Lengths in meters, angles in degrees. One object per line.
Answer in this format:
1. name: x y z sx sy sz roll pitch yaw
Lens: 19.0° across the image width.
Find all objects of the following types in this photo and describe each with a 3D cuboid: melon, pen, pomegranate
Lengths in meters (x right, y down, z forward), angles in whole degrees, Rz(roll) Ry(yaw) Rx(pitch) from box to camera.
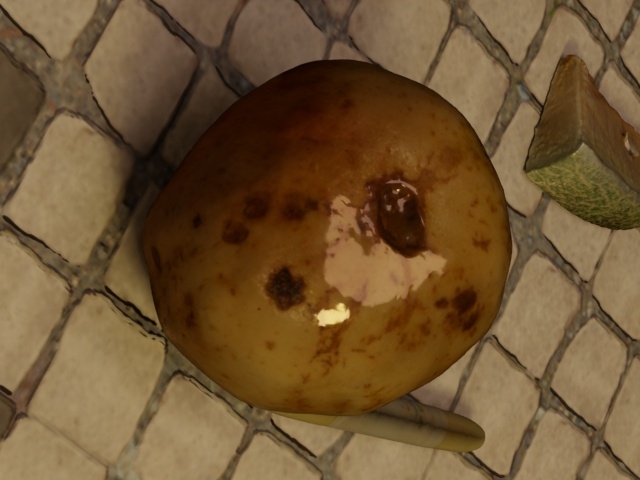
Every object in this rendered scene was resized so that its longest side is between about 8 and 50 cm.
1. melon: 0.227 -0.053 1.463 0.182 0.054 0.098 41 50 -39
2. pen: 0.034 0.112 1.285 0.233 0.032 0.040 17 57 -46
3. pomegranate: 0.000 0.000 1.134 0.215 0.215 0.215 -4 96 -45
